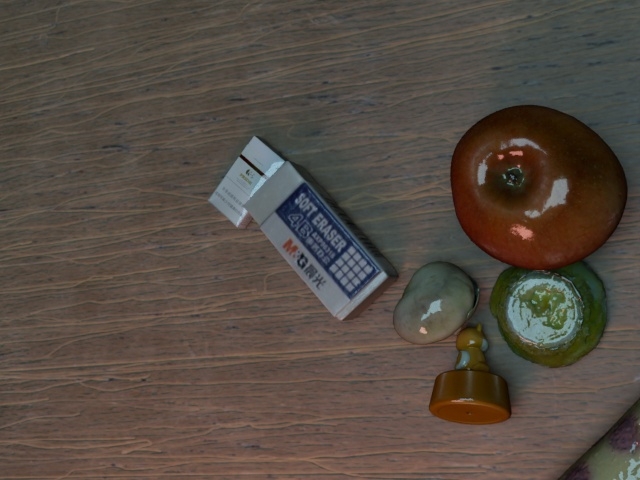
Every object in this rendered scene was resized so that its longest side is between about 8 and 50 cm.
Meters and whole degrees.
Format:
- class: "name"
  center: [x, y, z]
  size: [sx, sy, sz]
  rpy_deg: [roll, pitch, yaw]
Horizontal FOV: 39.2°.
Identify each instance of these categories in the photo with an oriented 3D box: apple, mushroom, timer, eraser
- class: "apple"
  center: [0.327, -0.083, 1.387]
  size: [0.251, 0.206, 0.272]
  rpy_deg: [-37, 66, 11]
- class: "mushroom"
  center: [0.192, 0.110, 1.484]
  size: [0.154, 0.154, 0.122]
  rpy_deg: [-40, 115, 15]
- class: "timer"
  center: [0.248, 0.211, 1.474]
  size: [0.132, 0.132, 0.152]
  rpy_deg: [-4, 62, 22]
- class: "eraser"
  center: [0.000, 0.000, 1.588]
  size: [0.124, 0.081, 0.279]
  rpy_deg: [-45, 73, 14]

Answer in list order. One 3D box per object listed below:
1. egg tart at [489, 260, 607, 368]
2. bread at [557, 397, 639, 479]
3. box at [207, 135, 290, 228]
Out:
- class: "egg tart"
  center: [0.365, 0.109, 1.440]
  size: [0.197, 0.078, 0.197]
  rpy_deg: [0, 89, 20]
- class: "bread"
  center: [0.485, 0.360, 1.337]
  size: [0.187, 0.155, 0.338]
  rpy_deg: [42, 100, 10]
- class: "box"
  center: [-0.132, -0.108, 1.669]
  size: [0.084, 0.040, 0.154]
  rpy_deg: [41, 101, 21]
